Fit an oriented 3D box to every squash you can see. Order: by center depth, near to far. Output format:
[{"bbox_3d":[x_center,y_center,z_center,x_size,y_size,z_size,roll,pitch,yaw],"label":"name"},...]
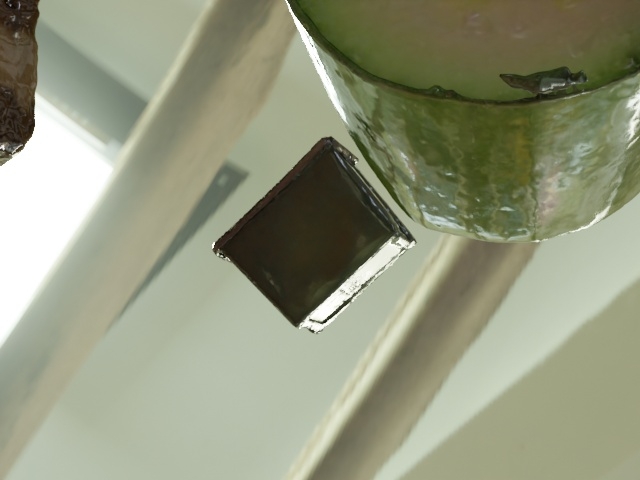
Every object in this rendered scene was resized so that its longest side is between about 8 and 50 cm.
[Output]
[{"bbox_3d":[0.073,-0.078,0.626,0.170,0.170,0.123,7,-43,15],"label":"squash"}]

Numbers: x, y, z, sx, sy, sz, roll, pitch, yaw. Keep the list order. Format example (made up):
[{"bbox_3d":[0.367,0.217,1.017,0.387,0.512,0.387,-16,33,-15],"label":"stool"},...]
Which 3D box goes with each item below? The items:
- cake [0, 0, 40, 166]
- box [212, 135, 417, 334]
[{"bbox_3d":[-0.308,-0.186,1.073,0.196,0.293,0.198,-12,-20,34],"label":"cake"},{"bbox_3d":[0.000,0.000,0.838,0.084,0.060,0.063,-44,-107,4],"label":"box"}]
